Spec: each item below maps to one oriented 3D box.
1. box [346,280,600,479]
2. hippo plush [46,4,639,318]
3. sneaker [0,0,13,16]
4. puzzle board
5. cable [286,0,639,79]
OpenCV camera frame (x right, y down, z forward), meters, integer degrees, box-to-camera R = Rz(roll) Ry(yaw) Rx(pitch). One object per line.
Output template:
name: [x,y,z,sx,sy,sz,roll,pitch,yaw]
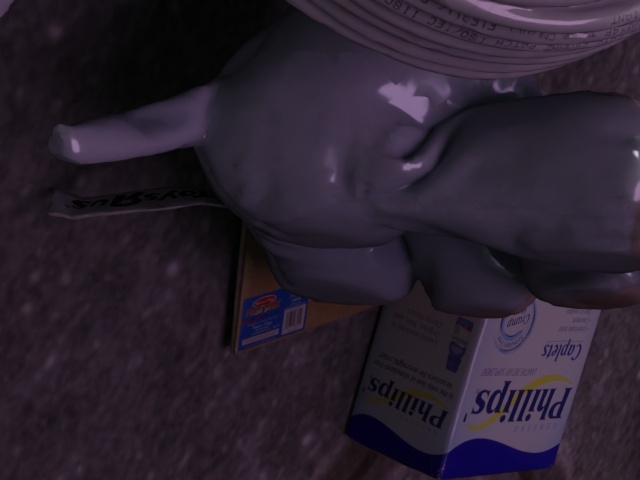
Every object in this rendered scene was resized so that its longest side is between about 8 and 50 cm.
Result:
box: [0.094,0.060,1.141,0.126,0.072,0.137,3,106,-52]
hippo plush: [0.037,-0.102,0.914,0.234,0.294,0.236,125,-27,-76]
sneaker: [-0.124,-0.204,0.707,0.091,0.094,0.258,15,90,-40]
puzzle board: [0.000,0.000,1.042,0.128,0.011,0.096,-17,122,-47]
cable: [0.053,-0.188,0.761,0.257,0.089,0.257,6,70,-28]
